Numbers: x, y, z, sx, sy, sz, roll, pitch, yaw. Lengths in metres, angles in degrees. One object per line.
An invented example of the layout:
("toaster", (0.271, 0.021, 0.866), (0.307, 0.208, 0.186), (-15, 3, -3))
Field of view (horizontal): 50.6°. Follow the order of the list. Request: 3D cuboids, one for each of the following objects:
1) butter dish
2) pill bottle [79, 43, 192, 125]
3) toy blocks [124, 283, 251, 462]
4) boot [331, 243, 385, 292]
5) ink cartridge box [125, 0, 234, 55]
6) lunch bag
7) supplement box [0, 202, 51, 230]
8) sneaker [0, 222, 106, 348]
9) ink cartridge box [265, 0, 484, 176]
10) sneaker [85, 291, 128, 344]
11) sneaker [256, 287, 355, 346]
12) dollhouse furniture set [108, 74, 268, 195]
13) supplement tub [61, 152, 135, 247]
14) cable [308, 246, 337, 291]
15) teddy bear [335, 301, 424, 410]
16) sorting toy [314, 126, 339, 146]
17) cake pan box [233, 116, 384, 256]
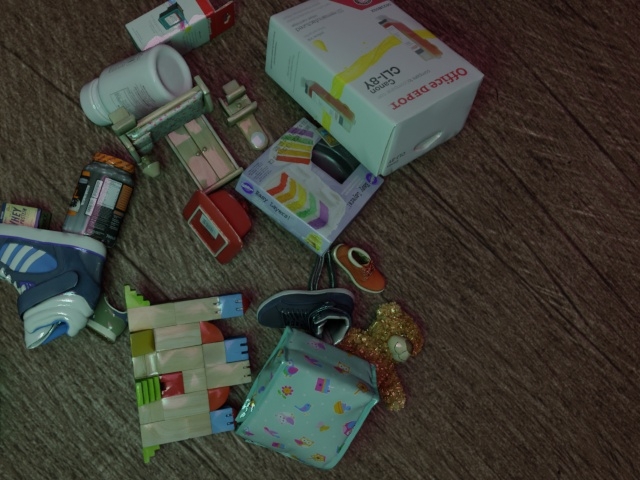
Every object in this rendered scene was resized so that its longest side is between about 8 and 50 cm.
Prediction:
("butter dish", (-0.211, -0.049, 1.512), (0.118, 0.160, 0.160), (-38, 90, -31))
("pill bottle", (-0.403, -0.327, 1.464), (0.229, 0.131, 0.131), (-12, 86, 29))
("toy blocks", (-0.269, 0.269, 1.463), (0.261, 0.191, 0.381), (-6, 90, -17))
("boot", (0.101, 0.068, 1.541), (0.158, 0.084, 0.059), (41, 70, -21))
("ink cartridge box", (-0.311, -0.486, 1.528), (0.231, 0.134, 0.078), (-33, 89, -8))
("lunch bag", (-0.033, 0.340, 1.389), (0.223, 0.160, 0.262), (25, 115, -9))
("supplement box", (-0.645, -0.044, 1.479), (0.083, 0.083, 0.056), (9, 85, -5))
("sneaker", (-0.614, 0.100, 1.400), (0.323, 0.130, 0.236), (5, 66, 8))
("ink cartridge box", (0.109, -0.357, 1.448), (0.279, 0.160, 0.384), (-32, 66, -28))
("sneaker", (-0.507, 0.144, 1.496), (0.192, 0.064, 0.086), (33, 63, 6))
("sneaker", (-0.038, 0.174, 1.472), (0.226, 0.163, 0.086), (-11, 113, 7))
("dollhouse furniture set", (-0.238, -0.219, 1.403), (0.303, 0.355, 0.174), (-34, 90, -9))
("supplement tub", (-0.481, -0.088, 1.485), (0.117, 0.117, 0.190), (18, 83, -4))
("cable", (0.000, 0.000, 1.576), (0.139, 0.072, 0.287), (-17, 100, -24))
("teddy bear", (0.090, 0.292, 1.519), (0.338, 0.113, 0.245), (-20, 90, -7))
("sorting toy", (0.031, -0.246, 1.556), (0.062, 0.012, 0.083), (46, 41, 13))
("cake pan box", (-0.016, -0.126, 1.500), (0.246, 0.070, 0.267), (40, 50, 3))
